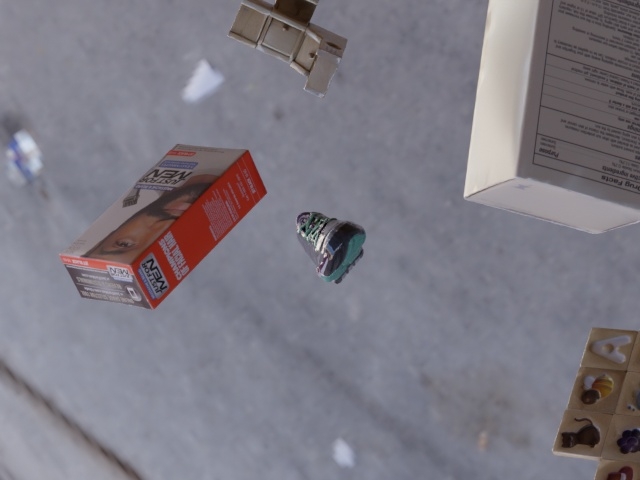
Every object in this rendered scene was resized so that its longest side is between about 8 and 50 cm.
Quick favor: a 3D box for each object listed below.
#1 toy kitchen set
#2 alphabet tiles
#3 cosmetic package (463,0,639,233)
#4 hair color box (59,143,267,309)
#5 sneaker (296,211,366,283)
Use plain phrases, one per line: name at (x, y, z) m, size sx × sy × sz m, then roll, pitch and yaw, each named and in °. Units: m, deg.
toy kitchen set at (-0.019, -0.158, 1.264) m, size 0.083 × 0.075 × 0.068 m, roll 24°, pitch 108°, yaw -4°
alphabet tiles at (0.435, 0.180, 1.890) m, size 0.342 × 0.285 × 0.011 m, roll 4°, pitch 145°, yaw 28°
cosmetic package at (0.247, -0.178, 1.673) m, size 0.160 × 0.310 × 0.113 m, roll 15°, pitch 166°, yaw -21°
hair color box at (-0.135, -0.015, 1.507) m, size 0.093 × 0.167 × 0.053 m, roll 7°, pitch 133°, yaw 40°
sneaker at (0.000, 0.000, 2.288) m, size 0.098 × 0.083 × 0.224 m, roll 40°, pitch 172°, yaw 7°
